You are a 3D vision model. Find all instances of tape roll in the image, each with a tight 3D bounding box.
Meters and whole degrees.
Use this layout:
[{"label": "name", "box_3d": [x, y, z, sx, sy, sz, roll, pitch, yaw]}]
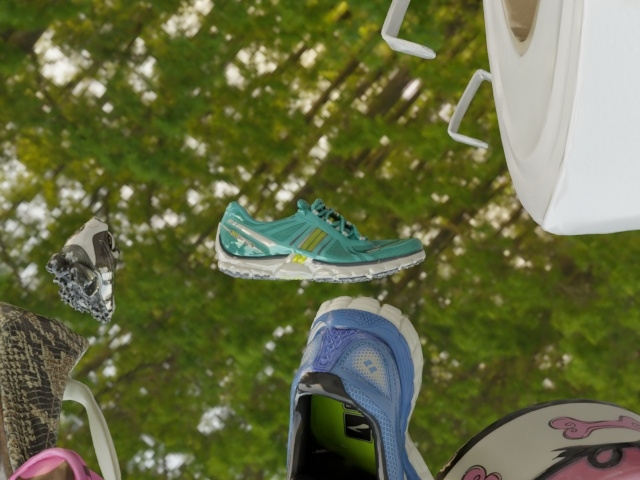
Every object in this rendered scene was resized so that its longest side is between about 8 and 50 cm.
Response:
[{"label": "tape roll", "box_3d": [0.122, -0.148, 0.406, 0.286, 0.100, 0.286, -3, -90, -88]}]

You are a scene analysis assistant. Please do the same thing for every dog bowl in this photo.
[{"label": "dog bowl", "box_3d": [0.285, 0.378, 1.089, 0.408, 0.408, 0.150, 38, 172, -18]}]

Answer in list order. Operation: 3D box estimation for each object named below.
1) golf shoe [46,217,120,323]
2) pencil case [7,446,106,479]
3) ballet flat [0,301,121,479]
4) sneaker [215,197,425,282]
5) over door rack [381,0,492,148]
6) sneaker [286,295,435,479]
[{"label": "golf shoe", "box_3d": [-0.277, 0.039, 1.314, 0.077, 0.094, 0.198, 26, 159, 2]}, {"label": "pencil case", "box_3d": [-0.080, 0.195, 0.529, 0.209, 0.095, 0.098, 46, -158, -31]}, {"label": "ballet flat", "box_3d": [-0.279, 0.271, 1.036, 0.182, 0.164, 0.483, 16, -136, -25]}, {"label": "sneaker", "box_3d": [0.000, 0.000, 1.375, 0.275, 0.110, 0.107, 3, 178, 2]}, {"label": "over door rack", "box_3d": [0.222, -0.123, 0.643, 0.324, 0.108, 0.239, 6, 172, 19]}, {"label": "sneaker", "box_3d": [0.025, 0.220, 0.913, 0.147, 0.129, 0.330, -48, -47, -54]}]
